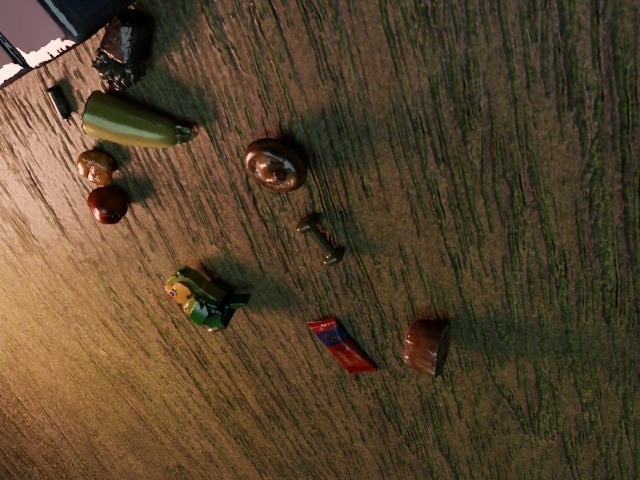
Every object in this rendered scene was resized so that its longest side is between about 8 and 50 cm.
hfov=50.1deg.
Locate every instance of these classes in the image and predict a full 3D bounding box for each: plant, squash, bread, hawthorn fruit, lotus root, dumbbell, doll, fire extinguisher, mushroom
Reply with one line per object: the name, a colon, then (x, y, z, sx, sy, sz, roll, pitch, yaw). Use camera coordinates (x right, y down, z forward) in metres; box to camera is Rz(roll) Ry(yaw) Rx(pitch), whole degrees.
plant: (-0.356, -0.344, 1.235, 0.094, 0.092, 0.143, 22, 127, -6)
squash: (-0.349, -0.229, 1.347, 0.224, 0.094, 0.094, 13, 134, 3)
bread: (-0.487, -0.160, 1.485, 0.081, 0.046, 0.083, -24, 116, 34)
hawthorn fruit: (-0.483, -0.085, 1.536, 0.093, 0.081, 0.081, 45, 140, 22)
lotus root: (0.235, 0.229, 1.481, 0.081, 0.112, 0.122, 15, 124, 29)
dumbbell: (0.000, 0.000, 1.419, 0.052, 0.046, 0.118, -23, 117, 31)
doll: (-0.275, 0.133, 1.614, 0.186, 0.106, 0.134, 31, 129, -5)
fire extinguisher: (-0.539, -0.278, 1.417, 0.038, 0.025, 0.083, 37, 150, 46)
mushroom: (-0.084, -0.143, 1.302, 0.126, 0.085, 0.109, 41, 168, -17)

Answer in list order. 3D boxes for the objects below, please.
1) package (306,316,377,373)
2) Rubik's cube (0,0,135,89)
package: (0.052, 0.256, 1.643, 0.083, 0.022, 0.200, -20, 121, 35)
Rubik's cube: (-0.414, -0.447, 0.975, 0.313, 0.318, 0.316, -7, 130, 45)
